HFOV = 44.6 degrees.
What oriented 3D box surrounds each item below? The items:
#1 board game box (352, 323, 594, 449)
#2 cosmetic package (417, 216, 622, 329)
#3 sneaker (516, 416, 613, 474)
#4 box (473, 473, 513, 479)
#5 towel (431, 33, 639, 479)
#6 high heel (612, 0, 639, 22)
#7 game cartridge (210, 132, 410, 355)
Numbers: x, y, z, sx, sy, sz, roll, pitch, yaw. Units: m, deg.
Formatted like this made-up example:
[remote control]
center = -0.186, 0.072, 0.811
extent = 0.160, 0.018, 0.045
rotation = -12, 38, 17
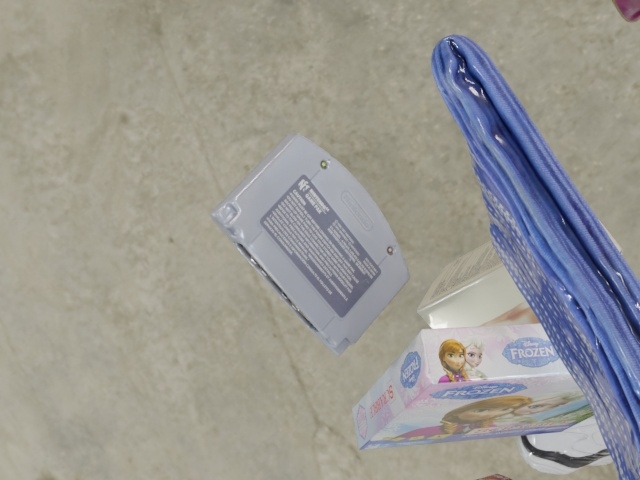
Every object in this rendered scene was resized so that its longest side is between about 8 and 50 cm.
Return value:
[board game box]
center = 0.232, 0.189, 0.994
extent = 0.318, 0.318, 0.066
rotation = 112, 153, -60
[cosmetic package]
center = 0.322, 0.067, 1.283
extent = 0.129, 0.153, 0.296
rotation = 49, 135, -8
[sneaker]
center = 0.527, 0.277, 1.363
extent = 0.137, 0.365, 0.210
rotation = -117, 21, -46
[box]
center = 0.216, 0.446, 0.995
extent = 0.122, 0.128, 0.257
rotation = 16, 96, 41
[towel]
center = 0.149, 0.046, 0.484
extent = 0.040, 0.336, 0.243
rotation = -28, 66, 7
[high heel]
center = 0.311, -0.349, 0.823
extent = 0.244, 0.082, 0.117
rotation = 62, 166, -3
[game cartridge]
center = 0.000, 0.000, 1.130
extent = 0.294, 0.196, 0.060
rotation = 51, 164, -24
